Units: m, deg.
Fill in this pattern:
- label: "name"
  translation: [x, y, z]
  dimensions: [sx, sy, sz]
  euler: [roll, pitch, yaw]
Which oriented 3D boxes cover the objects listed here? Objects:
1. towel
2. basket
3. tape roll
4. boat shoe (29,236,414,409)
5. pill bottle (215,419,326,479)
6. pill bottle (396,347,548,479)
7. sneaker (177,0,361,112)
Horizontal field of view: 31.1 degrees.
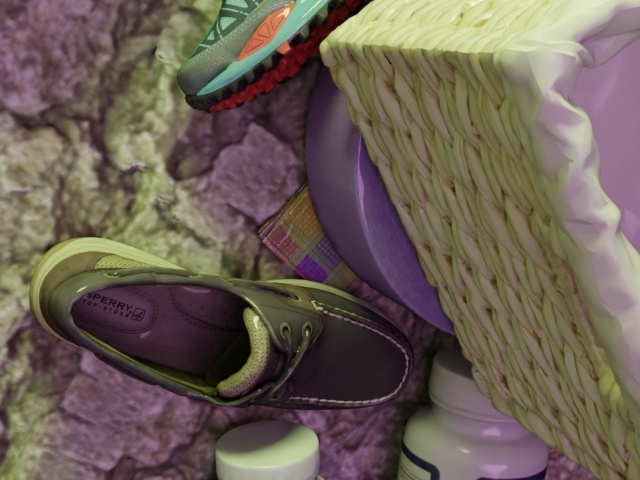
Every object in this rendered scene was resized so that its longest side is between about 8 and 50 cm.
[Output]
- label: "towel"
  translation: [0.000, 0.000, 0.843]
  dimensions: [0.060, 0.009, 0.083]
  euler: [-49, 116, -4]
- label: "basket"
  translation: [0.231, -0.057, 0.676]
  dimensions: [0.331, 0.266, 0.328]
  euler: [-32, 113, -13]
- label: "tape roll"
  translation: [0.131, -0.069, 0.826]
  dimensions: [0.274, 0.090, 0.275]
  euler: [-5, 104, -22]
- label: "boat shoe"
  translation: [-0.056, 0.072, 0.792]
  dimensions: [0.285, 0.092, 0.103]
  euler: [19, 100, -23]
- label: "pill bottle"
  translation: [-0.033, 0.231, 0.840]
  dimensions: [0.103, 0.103, 0.184]
  euler: [-9, 108, -19]
- label: "pill bottle"
  translation: [0.114, 0.184, 0.882]
  dimensions: [0.112, 0.112, 0.187]
  euler: [3, 104, -22]
- label: "sneaker"
  translation: [-0.017, -0.202, 0.750]
  dimensions: [0.125, 0.104, 0.262]
  euler: [41, 96, 4]
